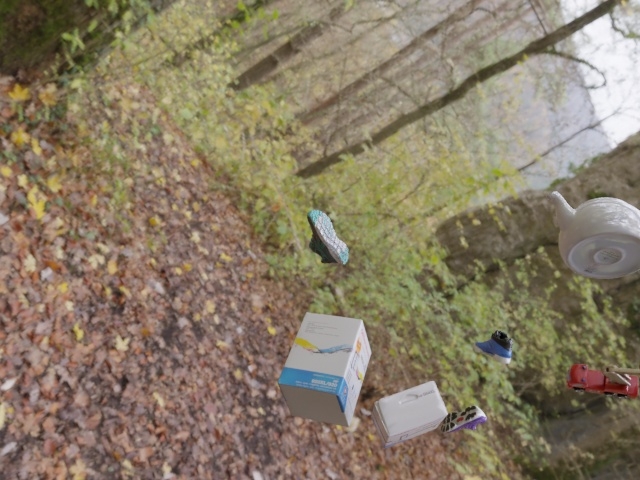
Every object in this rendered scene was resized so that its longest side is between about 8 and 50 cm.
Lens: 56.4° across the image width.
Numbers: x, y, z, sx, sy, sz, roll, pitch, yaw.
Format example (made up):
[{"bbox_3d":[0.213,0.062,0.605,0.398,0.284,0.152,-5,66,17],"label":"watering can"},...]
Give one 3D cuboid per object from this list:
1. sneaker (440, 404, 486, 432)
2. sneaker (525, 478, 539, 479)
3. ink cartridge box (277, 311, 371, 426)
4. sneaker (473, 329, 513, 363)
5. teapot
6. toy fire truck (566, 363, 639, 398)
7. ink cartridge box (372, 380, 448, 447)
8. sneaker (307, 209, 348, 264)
[{"bbox_3d":[0.465,0.599,1.945,0.071,0.170,0.068,43,39,-17],"label":"sneaker"},{"bbox_3d":[0.543,0.759,1.465,0.202,0.185,0.483,-58,147,-41],"label":"sneaker"},{"bbox_3d":[0.018,0.337,1.582,0.171,0.168,0.233,74,29,-44],"label":"ink cartridge box"},{"bbox_3d":[0.517,0.304,1.777,0.058,0.085,0.152,12,3,-18],"label":"sneaker"},{"bbox_3d":[0.778,-0.027,1.629,0.256,0.252,0.187,52,39,-39],"label":"teapot"},{"bbox_3d":[0.617,0.286,1.240,0.135,0.192,0.047,64,37,-56],"label":"toy fire truck"},{"bbox_3d":[0.206,0.415,1.413,0.203,0.148,0.086,83,-13,-65],"label":"ink cartridge box"},{"bbox_3d":[0.000,0.000,1.407,0.166,0.076,0.065,59,34,-32],"label":"sneaker"}]
